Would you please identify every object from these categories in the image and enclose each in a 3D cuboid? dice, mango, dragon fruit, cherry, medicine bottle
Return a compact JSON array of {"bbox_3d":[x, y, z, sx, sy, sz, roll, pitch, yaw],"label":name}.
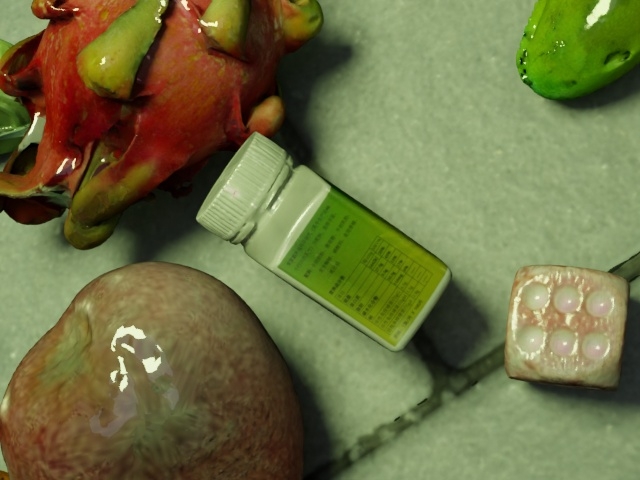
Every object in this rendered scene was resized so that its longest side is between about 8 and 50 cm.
[{"bbox_3d":[0.199,0.072,0.949,0.093,0.091,0.094,5,79,14],"label":"dice"},{"bbox_3d":[0.239,-0.195,0.994,0.178,0.100,0.119,-55,36,7],"label":"mango"},{"bbox_3d":[-0.154,-0.136,1.023,0.227,0.243,0.307,42,124,-6],"label":"dragon fruit"},{"bbox_3d":[-0.129,0.142,0.966,0.206,0.239,0.239,27,86,48],"label":"cherry"},{"bbox_3d":[0.000,0.000,0.957,0.188,0.132,0.088,34,92,-11],"label":"medicine bottle"}]

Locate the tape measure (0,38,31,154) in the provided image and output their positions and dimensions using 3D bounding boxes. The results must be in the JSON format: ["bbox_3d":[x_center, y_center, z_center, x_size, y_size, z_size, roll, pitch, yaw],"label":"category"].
[{"bbox_3d":[-0.335,-0.128,1.089,0.177,0.154,0.087,-13,67,-3],"label":"tape measure"}]

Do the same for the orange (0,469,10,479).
[{"bbox_3d":[-0.289,0.279,0.973,0.193,0.193,0.161,40,65,18],"label":"orange"}]
